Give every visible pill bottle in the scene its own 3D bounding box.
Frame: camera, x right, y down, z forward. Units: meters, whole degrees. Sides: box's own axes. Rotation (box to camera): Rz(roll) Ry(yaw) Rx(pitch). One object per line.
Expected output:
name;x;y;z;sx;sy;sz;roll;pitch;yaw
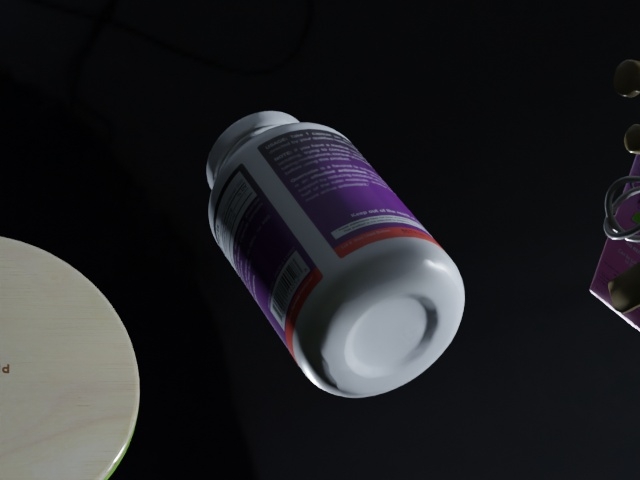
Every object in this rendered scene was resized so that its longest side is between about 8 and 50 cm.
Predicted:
pill bottle;0.000;0.000;1.506;0.181;0.323;0.181;-16;131;-19

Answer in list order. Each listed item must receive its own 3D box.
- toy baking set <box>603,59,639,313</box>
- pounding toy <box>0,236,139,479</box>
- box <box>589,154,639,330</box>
toy baking set;0.290;-0.065;1.102;0.030;0.256;0.197;7;180;-31
pounding toy;-0.229;0.087;0.844;0.237;0.183;0.110;30;141;-2
box;0.502;-0.023;1.959;0.213;0.117;0.243;-19;135;-35
